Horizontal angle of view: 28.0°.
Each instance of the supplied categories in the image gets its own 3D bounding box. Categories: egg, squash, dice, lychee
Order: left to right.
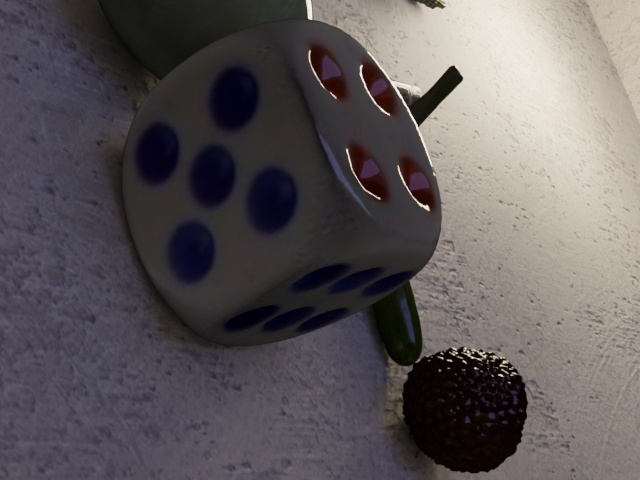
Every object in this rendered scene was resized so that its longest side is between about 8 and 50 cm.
[{"bbox_3d":[-0.156,-0.332,1.676,0.352,0.258,0.258,57,27,-23],"label":"egg"},{"bbox_3d":[-0.049,-0.063,1.552,0.277,0.304,0.304,9,56,-56],"label":"dice"},{"bbox_3d":[0.102,0.071,1.928,0.066,0.066,0.252,21,46,-50],"label":"squash"},{"bbox_3d":[0.199,0.237,1.831,0.188,0.188,0.188,39,35,-34],"label":"lychee"}]

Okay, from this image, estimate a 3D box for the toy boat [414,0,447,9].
[{"bbox_3d":[0.136,-0.584,2.539,0.445,0.136,0.162,25,39,-40],"label":"toy boat"}]

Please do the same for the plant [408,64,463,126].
[{"bbox_3d":[0.080,-0.100,1.860,0.306,0.297,0.261,23,59,-64],"label":"plant"}]

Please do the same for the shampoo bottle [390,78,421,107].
[{"bbox_3d":[0.097,-0.237,2.193,0.227,0.056,0.086,2,107,-58],"label":"shampoo bottle"}]
